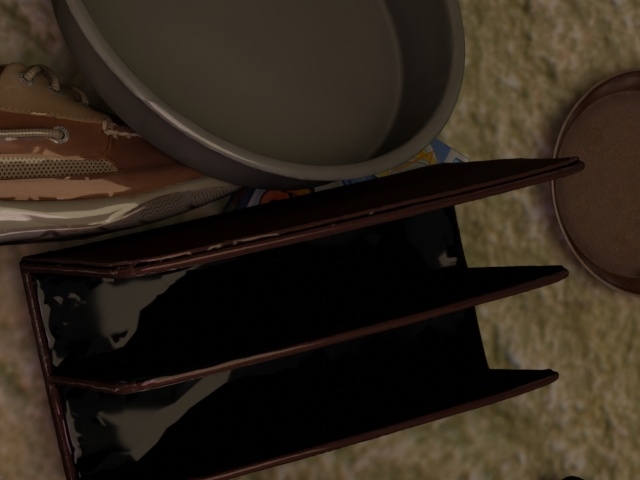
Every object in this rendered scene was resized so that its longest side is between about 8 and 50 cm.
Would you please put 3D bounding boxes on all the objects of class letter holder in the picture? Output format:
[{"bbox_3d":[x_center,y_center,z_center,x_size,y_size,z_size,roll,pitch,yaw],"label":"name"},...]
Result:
[{"bbox_3d":[0.004,0.050,1.170,0.302,0.214,0.152,-13,94,-24],"label":"letter holder"}]

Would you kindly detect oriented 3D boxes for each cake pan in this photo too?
[{"bbox_3d":[-0.045,-0.154,1.225,0.293,0.054,0.293,16,55,-24],"label":"cake pan"}]

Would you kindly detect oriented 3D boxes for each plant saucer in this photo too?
[{"bbox_3d":[0.235,-0.041,1.418,0.168,0.029,0.168,1,87,-24],"label":"plant saucer"}]

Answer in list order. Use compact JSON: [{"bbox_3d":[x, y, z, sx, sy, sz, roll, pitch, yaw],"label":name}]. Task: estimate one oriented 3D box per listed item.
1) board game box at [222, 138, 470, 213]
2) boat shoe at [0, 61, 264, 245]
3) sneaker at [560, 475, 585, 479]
[{"bbox_3d":[0.000,0.000,1.307,0.136,0.035,0.201,30,77,-20],"label":"board game box"},{"bbox_3d":[-0.180,-0.054,1.185,0.324,0.123,0.116,-10,90,-26],"label":"boat shoe"},{"bbox_3d":[0.235,0.224,1.397,0.188,0.067,0.078,35,52,-16],"label":"sneaker"}]
